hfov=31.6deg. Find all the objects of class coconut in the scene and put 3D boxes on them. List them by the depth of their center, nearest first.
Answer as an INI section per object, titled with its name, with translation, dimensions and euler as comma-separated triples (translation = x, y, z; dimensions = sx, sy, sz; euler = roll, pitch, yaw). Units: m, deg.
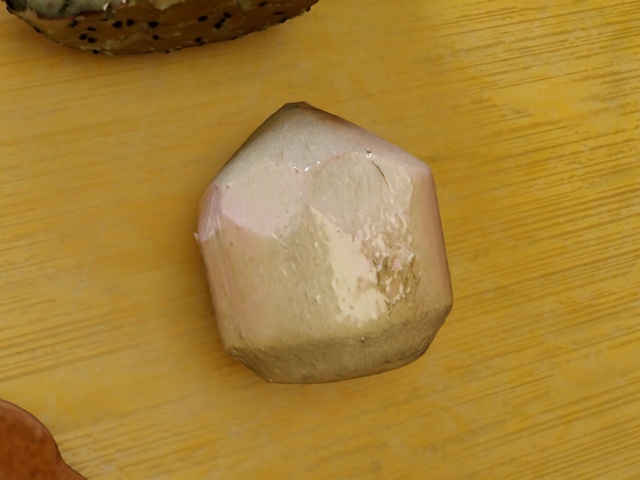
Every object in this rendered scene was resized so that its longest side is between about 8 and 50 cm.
[coconut]
translation = 0.000, 0.000, 0.949
dimensions = 0.224, 0.224, 0.234
euler = -10, 98, -20

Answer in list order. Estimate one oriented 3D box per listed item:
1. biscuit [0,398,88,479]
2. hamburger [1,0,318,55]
[biscuit]
translation = -0.336, 0.252, 0.816
dimensions = 0.455, 0.078, 0.350
euler = 48, 67, -25
[hamburger]
translation = -0.128, -0.254, 0.964
dimensions = 0.288, 0.192, 0.167
euler = -12, 80, 5
